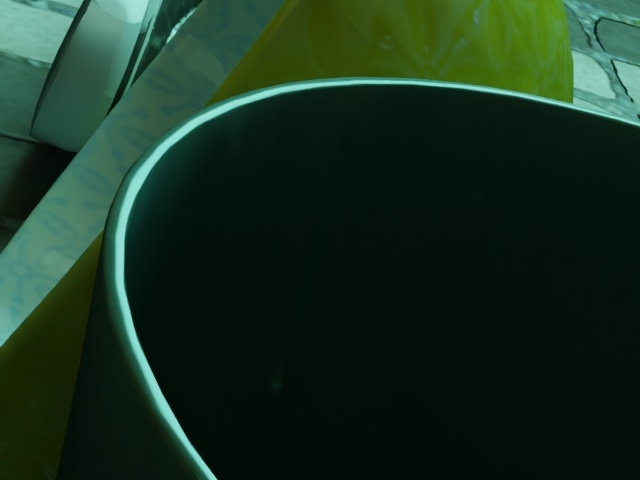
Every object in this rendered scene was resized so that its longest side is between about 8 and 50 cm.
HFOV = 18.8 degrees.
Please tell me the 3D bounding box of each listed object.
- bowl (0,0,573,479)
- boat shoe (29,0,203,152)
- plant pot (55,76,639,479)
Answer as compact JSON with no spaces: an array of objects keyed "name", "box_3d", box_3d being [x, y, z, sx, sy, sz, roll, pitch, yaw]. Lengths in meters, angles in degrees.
[{"name":"bowl","box_3d":[0.000,0.000,0.673,0.156,0.289,0.289,38,25,-11]},{"name":"boat shoe","box_3d":[-0.058,-0.092,0.947,0.105,0.113,0.306,27,11,-1]},{"name":"plant pot","box_3d":[0.056,0.133,0.470,0.293,0.235,0.293,17,28,-9]}]
